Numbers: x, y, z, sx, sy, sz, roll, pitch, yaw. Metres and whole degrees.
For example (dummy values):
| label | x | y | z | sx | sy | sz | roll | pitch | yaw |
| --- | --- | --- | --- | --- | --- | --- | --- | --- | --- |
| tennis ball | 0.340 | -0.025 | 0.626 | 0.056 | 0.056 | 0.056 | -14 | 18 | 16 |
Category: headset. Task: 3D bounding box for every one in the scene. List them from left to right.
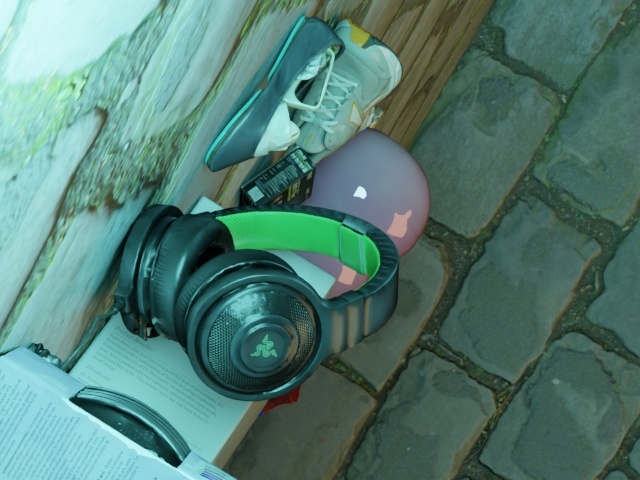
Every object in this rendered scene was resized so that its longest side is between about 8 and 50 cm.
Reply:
| label | x | y | z | sx | sy | sz | roll | pitch | yaw |
| --- | --- | --- | --- | --- | --- | --- | --- | --- | --- |
| headset | -0.105 | 0.079 | 1.473 | 0.394 | 0.243 | 0.185 | -18 | 121 | -35 |

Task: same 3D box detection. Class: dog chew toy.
| label | x | y | z | sx | sy | sz | roll | pitch | yaw |
| --- | --- | --- | --- | --- | --- | --- | --- | --- | --- |
| dog chew toy | 0.000 | 0.000 | 2.187 | 0.332 | 0.206 | 0.206 | -48 | 173 | -11 |

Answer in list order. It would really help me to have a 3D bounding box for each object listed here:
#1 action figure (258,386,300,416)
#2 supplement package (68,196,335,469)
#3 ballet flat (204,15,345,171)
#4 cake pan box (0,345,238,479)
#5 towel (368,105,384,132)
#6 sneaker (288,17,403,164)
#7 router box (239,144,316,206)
| label | x | y | z | sx | sy | sz | roll | pitch | yaw |
| --- | --- | --- | --- | --- | --- | --- | --- | --- | --- |
| action figure | -0.153 | 0.211 | 2.286 | 0.280 | 0.091 | 0.139 | -27 | -137 | 34 |
| supplement package | -0.141 | 0.137 | 1.699 | 0.293 | 0.177 | 0.175 | -54 | 173 | -29 |
| ballet flat | -0.039 | -0.143 | 1.631 | 0.203 | 0.074 | 0.074 | -56 | 174 | -16 |
| cake pan box | -0.218 | 0.253 | 1.310 | 0.267 | 0.245 | 0.070 | -60 | 178 | 8 |
| towel | 0.014 | -0.093 | 2.517 | 0.282 | 0.049 | 0.187 | -57 | 173 | -6 |
| sneaker | 0.021 | -0.167 | 1.925 | 0.121 | 0.099 | 0.262 | -51 | 171 | -21 |
| router box | -0.055 | -0.061 | 1.969 | 0.092 | 0.038 | 0.122 | -37 | 169 | -13 |
